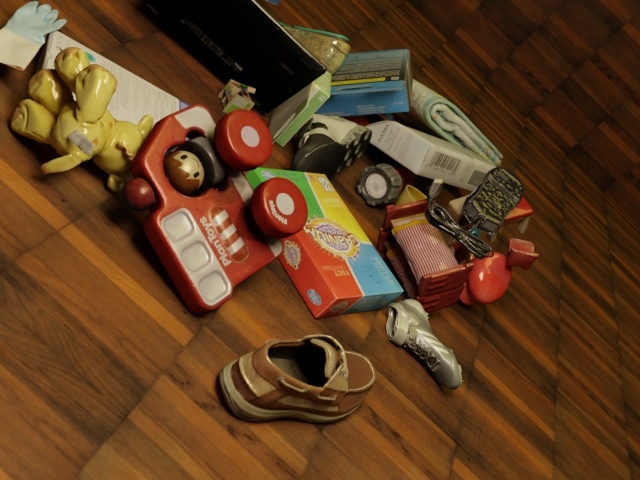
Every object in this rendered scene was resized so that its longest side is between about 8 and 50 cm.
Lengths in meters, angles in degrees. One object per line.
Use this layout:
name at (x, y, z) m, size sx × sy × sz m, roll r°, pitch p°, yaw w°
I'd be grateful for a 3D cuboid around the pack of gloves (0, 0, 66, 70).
pack of gloves at (-0.541, -0.386, 1.370) m, size 0.195 × 0.046 × 0.232 m, roll 21°, pitch 36°, yaw -8°

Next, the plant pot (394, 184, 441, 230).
plant pot at (0.219, -0.051, 1.948) m, size 0.134 × 0.095 × 0.134 m, roll 39°, pitch 20°, yaw -17°

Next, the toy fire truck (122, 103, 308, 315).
toy fire truck at (-0.184, -0.062, 1.325) m, size 0.254 × 0.169 × 0.302 m, roll -36°, pitch 101°, yaw -46°

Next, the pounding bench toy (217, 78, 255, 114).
pounding bench toy at (-0.176, -0.320, 1.794) m, size 0.052 × 0.083 × 0.065 m, roll 20°, pitch 38°, yaw -39°

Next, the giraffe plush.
giraffe plush at (-0.351, -0.174, 1.297) m, size 0.210 × 0.181 × 0.170 m, roll 57°, pitch 14°, yaw 27°

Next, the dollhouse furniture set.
dollhouse furniture set at (0.330, 0.001, 1.792) m, size 0.374 × 0.152 × 0.201 m, roll -15°, pitch 56°, yaw -19°

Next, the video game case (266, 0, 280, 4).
video game case at (-0.123, -0.880, 2.419) m, size 0.061 × 0.269 × 0.244 m, roll -2°, pitch 54°, yaw -56°

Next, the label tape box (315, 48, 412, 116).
label tape box at (0.106, -0.385, 2.101) m, size 0.333 × 0.241 × 0.105 m, roll -74°, pitch 158°, yaw -59°

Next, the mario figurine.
mario figurine at (0.344, 0.060, 1.997) m, size 0.198 × 0.170 × 0.320 m, roll 0°, pitch 28°, yaw -6°

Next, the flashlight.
flashlight at (0.198, -0.149, 2.060) m, size 0.304 × 0.103 × 0.103 m, roll -14°, pitch 88°, yaw -60°

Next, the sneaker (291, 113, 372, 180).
sneaker at (-0.013, -0.216, 1.868) m, size 0.146 × 0.122 × 0.330 m, roll 32°, pitch 26°, yaw 13°

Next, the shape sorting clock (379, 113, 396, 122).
shape sorting clock at (0.151, -0.421, 2.420) m, size 0.206 × 0.040 × 0.206 m, roll 39°, pitch 27°, yaw -25°

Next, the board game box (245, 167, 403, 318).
board game box at (0.000, 0.000, 1.624) m, size 0.242 × 0.064 × 0.316 m, roll -1°, pitch 52°, yaw -54°

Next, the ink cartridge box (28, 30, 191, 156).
ink cartridge box at (-0.354, -0.235, 1.462) m, size 0.311 × 0.065 × 0.185 m, roll 25°, pitch 33°, yaw -29°

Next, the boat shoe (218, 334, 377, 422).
boat shoe at (-0.007, 0.209, 1.276) m, size 0.324 × 0.116 × 0.123 m, roll 4°, pitch 49°, yaw -52°

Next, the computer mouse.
computer mouse at (0.317, -0.081, 1.744) m, size 0.184 × 0.060 × 0.262 m, roll 36°, pitch 53°, yaw -1°

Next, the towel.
towel at (0.335, -0.348, 2.388) m, size 0.374 × 0.090 × 0.320 m, roll 35°, pitch 5°, yaw -40°

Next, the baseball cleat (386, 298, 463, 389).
baseball cleat at (0.194, 0.211, 1.621) m, size 0.109 × 0.072 × 0.206 m, roll -7°, pitch 54°, yaw -38°

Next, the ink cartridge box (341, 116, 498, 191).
ink cartridge box at (0.245, -0.264, 2.156) m, size 0.308 × 0.091 × 0.385 m, roll 10°, pitch 25°, yaw -44°

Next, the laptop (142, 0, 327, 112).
laptop at (-0.176, -0.503, 1.824) m, size 0.382 × 0.408 × 0.236 m, roll 40°, pitch 62°, yaw -17°

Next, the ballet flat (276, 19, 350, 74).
ballet flat at (-0.088, -0.506, 2.104) m, size 0.349 × 0.123 × 0.123 m, roll 23°, pitch 19°, yaw 25°

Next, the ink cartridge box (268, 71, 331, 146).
ink cartridge box at (-0.052, -0.275, 1.808) m, size 0.056 × 0.171 × 0.235 m, roll 35°, pitch 30°, yaw -20°
